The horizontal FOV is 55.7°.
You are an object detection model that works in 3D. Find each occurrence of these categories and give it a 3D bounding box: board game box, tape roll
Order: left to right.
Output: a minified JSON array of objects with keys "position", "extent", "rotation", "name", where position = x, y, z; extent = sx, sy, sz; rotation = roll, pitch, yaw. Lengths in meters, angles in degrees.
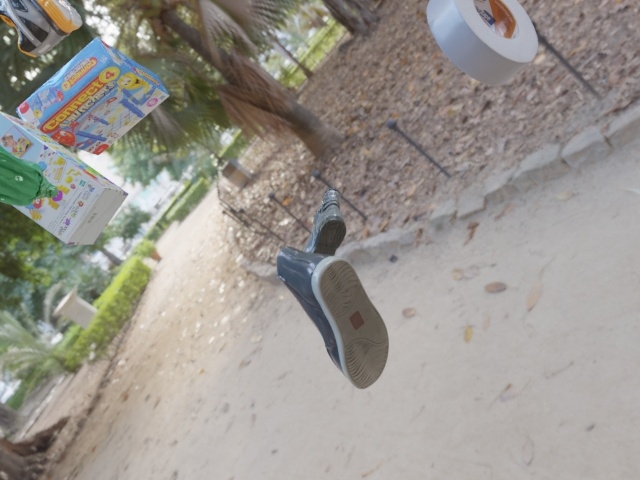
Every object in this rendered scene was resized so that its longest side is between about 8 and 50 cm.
[{"position":[-0.576,-0.127,1.277],"extent":[0.144,0.275,0.142],"rotation":[-54,-1,1],"name":"board game box"},{"position":[-0.639,-0.397,1.734],"extent":[0.308,0.086,0.302],"rotation":[-37,-12,10],"name":"board game box"},{"position":[0.309,-0.405,1.149],"extent":[0.072,0.219,0.219],"rotation":[-39,18,50],"name":"tape roll"}]

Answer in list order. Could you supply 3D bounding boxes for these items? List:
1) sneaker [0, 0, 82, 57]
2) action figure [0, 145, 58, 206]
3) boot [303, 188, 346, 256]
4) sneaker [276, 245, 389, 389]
[{"position":[-0.408,-0.330,0.797],"extent":[0.083,0.215,0.084],"rotation":[-45,-18,9],"name":"sneaker"},{"position":[-0.558,-0.120,1.014],"extent":[0.137,0.232,0.063],"rotation":[-66,26,0],"name":"action figure"},{"position":[0.000,0.000,1.550],"extent":[0.161,0.083,0.247],"rotation":[-94,28,-57],"name":"boot"},{"position":[0.019,0.102,0.852],"extent":[0.083,0.222,0.118],"rotation":[-33,30,-24],"name":"sneaker"}]
